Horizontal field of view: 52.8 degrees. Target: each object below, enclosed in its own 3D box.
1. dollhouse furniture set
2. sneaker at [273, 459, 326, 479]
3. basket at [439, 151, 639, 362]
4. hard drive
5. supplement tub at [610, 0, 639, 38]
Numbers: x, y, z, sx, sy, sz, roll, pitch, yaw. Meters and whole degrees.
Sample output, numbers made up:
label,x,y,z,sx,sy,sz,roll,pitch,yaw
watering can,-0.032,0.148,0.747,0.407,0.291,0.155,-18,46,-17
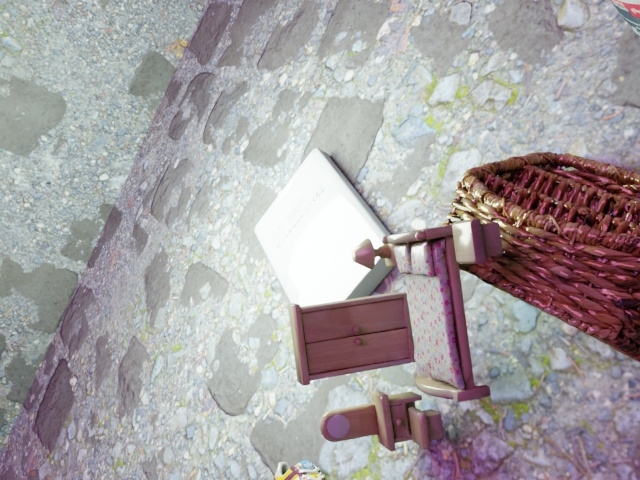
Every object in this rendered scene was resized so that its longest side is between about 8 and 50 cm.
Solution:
label,x,y,z,sx,sy,sz,roll,pitch,yaw
dollhouse furniture set,0.080,0.144,0.789,0.355,0.173,0.303,163,99,-78
sneaker,-0.015,0.399,1.039,0.185,0.069,0.084,-15,65,43
basket,0.304,-0.018,0.773,0.299,0.213,0.223,33,98,51
hard drive,0.000,0.000,1.250,0.233,0.047,0.353,-51,40,17
supplement tub,0.439,-0.290,0.713,0.191,0.272,0.191,-26,53,39
